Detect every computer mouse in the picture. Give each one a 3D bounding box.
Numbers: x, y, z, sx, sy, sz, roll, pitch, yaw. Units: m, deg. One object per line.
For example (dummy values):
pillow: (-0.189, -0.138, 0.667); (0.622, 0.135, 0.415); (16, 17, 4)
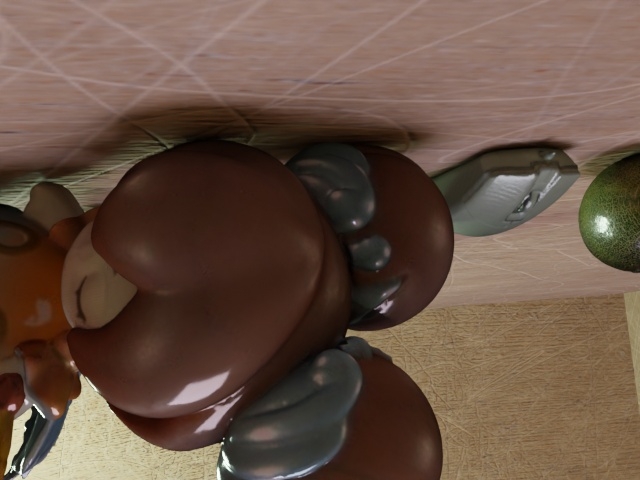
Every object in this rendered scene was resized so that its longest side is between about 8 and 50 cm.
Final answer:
computer mouse: (0.142, -0.035, 0.756); (0.089, 0.056, 0.182); (-7, 173, -21)

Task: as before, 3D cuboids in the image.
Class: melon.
melon: (0.269, -0.021, 0.789); (0.099, 0.099, 0.162); (-6, 172, 3)

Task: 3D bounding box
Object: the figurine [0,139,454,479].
figurine: (-0.122, 0.061, 0.624); (0.388, 0.276, 0.248); (-12, 146, 30)
